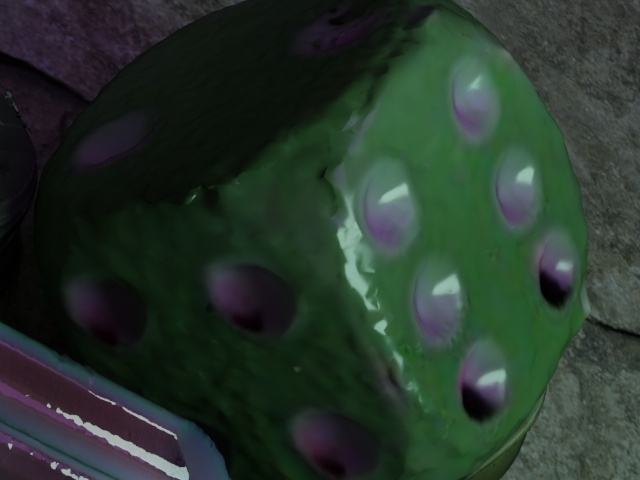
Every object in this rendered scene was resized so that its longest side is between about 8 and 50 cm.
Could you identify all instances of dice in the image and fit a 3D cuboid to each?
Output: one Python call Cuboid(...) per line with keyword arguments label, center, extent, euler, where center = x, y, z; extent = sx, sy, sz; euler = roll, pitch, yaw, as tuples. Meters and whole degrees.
Cuboid(label="dice", center=(0.000, 0.000, 1.459), extent=(0.322, 0.330, 0.318), euler=(61, 43, -26))

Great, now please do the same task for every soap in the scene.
Cuboid(label="soap", center=(-0.177, 0.188, 1.332), extent=(0.324, 0.193, 0.109), euler=(30, 47, -23))

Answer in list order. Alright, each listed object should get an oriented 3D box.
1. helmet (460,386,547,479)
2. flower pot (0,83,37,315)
Cuboid(label="helmet", center=(0.093, 0.169, 1.625), extent=(0.257, 0.204, 0.137), euler=(-55, 146, -40))
Cuboid(label="flower pot", center=(-0.306, -0.044, 1.431), extent=(0.235, 0.140, 0.235), euler=(25, 46, -29))
